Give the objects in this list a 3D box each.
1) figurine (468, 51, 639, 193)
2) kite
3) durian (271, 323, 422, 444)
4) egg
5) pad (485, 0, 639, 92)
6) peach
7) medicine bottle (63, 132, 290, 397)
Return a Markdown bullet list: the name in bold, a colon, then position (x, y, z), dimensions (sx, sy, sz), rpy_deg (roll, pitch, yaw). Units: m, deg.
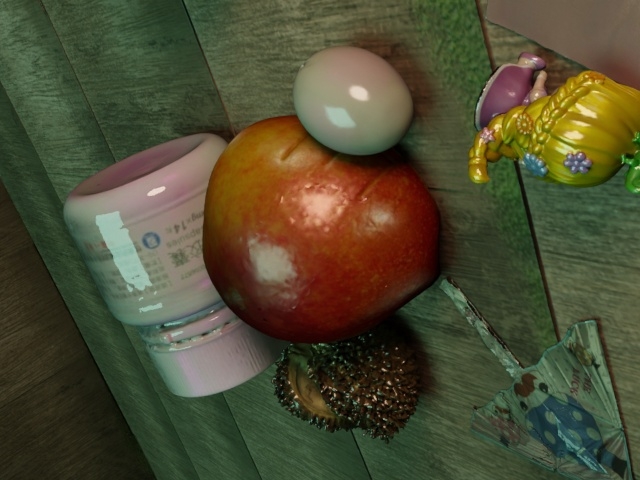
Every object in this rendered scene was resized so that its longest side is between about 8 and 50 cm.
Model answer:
- **figurine**: position (0.188, -0.072, 0.642), dimensions (0.156, 0.115, 0.095), rpy_deg (31, 171, 31)
- **kite**: position (0.233, 0.168, 0.922), dimensions (0.314, 0.011, 0.335), rpy_deg (50, 151, 15)
- **durian**: position (0.040, 0.189, 1.097), dimensions (0.196, 0.167, 0.196), rpy_deg (37, 153, 22)
- **egg**: position (0.031, -0.138, 0.832), dimensions (0.135, 0.103, 0.103), rpy_deg (35, 145, 34)
- **pad**: position (0.200, -0.183, 0.624), dimensions (0.187, 0.006, 0.113), rpy_deg (38, 148, 35)
- **peach**: position (0.000, 0.000, 0.950), dimensions (0.274, 0.245, 0.248), rpy_deg (22, 167, 32)
- **medicine bottle**: position (-0.191, 0.035, 1.204), dimensions (0.256, 0.256, 0.325), rpy_deg (6, 123, 56)
